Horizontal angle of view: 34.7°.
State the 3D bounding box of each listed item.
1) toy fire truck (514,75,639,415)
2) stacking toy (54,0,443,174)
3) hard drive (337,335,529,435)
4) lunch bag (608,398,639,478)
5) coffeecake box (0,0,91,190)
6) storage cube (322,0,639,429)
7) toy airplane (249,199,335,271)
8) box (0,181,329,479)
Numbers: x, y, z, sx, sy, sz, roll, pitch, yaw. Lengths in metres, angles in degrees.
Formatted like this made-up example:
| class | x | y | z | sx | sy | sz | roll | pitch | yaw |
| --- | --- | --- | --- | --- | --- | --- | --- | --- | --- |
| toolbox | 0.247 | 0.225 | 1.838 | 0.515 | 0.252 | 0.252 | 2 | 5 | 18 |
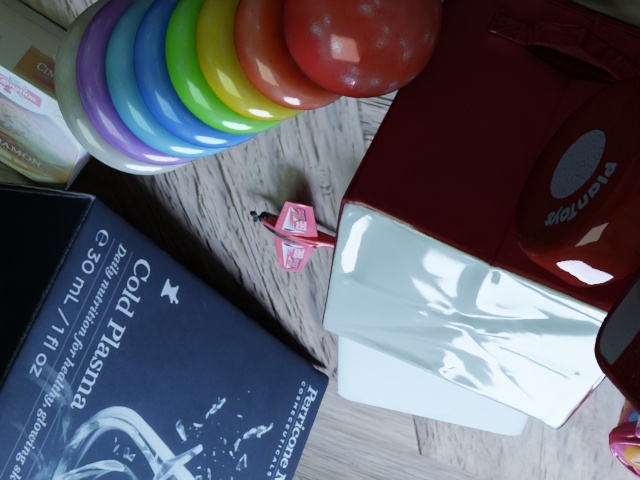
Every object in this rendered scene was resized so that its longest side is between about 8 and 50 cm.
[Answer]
| class | x | y | z | sx | sy | sz | roll | pitch | yaw |
| --- | --- | --- | --- | --- | --- | --- | --- | --- | --- |
| toy fire truck | 0.233 | -0.023 | 0.406 | 0.169 | 0.302 | 0.254 | 32 | -168 | -15 |
| stacking toy | -0.051 | -0.119 | 0.665 | 0.141 | 0.141 | 0.330 | 43 | 157 | -27 |
| hard drive | 0.122 | 0.101 | 1.015 | 0.210 | 0.040 | 0.318 | 12 | 151 | 7 |
| lunch bag | 0.418 | 0.177 | 0.842 | 0.258 | 0.120 | 0.293 | 34 | 154 | -21 |
| coffeecake box | -0.276 | -0.135 | 0.969 | 0.142 | 0.068 | 0.185 | 33 | 152 | -8 |
| storage cube | 0.124 | -0.023 | 0.664 | 0.184 | 0.193 | 0.215 | 23 | 154 | 8 |
| toy airplane | 0.000 | 0.000 | 0.997 | 0.151 | 0.028 | 0.151 | 22 | 154 | 11 |
| box | -0.292 | 0.256 | 1.141 | 0.297 | 0.479 | 0.472 | 7 | 156 | 36 |
